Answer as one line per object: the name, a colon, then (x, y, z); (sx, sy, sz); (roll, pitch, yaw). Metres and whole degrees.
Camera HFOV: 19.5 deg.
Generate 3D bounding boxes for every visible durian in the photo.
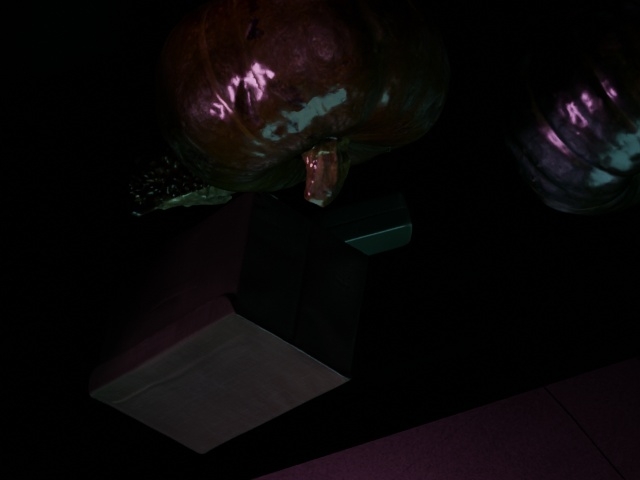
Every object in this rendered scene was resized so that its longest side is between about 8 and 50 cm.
durian: (-0.110, -0.060, 1.528); (0.140, 0.071, 0.110); (-20, 176, -43)

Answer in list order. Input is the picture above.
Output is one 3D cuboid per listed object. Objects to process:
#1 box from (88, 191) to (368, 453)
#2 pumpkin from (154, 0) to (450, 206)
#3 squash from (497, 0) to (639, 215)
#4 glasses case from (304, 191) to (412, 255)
box: (-0.092, 0.081, 1.799); (0.155, 0.149, 0.231); (31, 138, -27)
pumpkin: (-0.011, -0.104, 1.321); (0.219, 0.162, 0.219); (-14, 169, -3)
squash: (0.251, -0.113, 1.519); (0.218, 0.172, 0.218); (-22, -177, 1)
glasses case: (0.000, 0.000, 1.900); (0.184, 0.039, 0.078); (-15, 164, -5)
